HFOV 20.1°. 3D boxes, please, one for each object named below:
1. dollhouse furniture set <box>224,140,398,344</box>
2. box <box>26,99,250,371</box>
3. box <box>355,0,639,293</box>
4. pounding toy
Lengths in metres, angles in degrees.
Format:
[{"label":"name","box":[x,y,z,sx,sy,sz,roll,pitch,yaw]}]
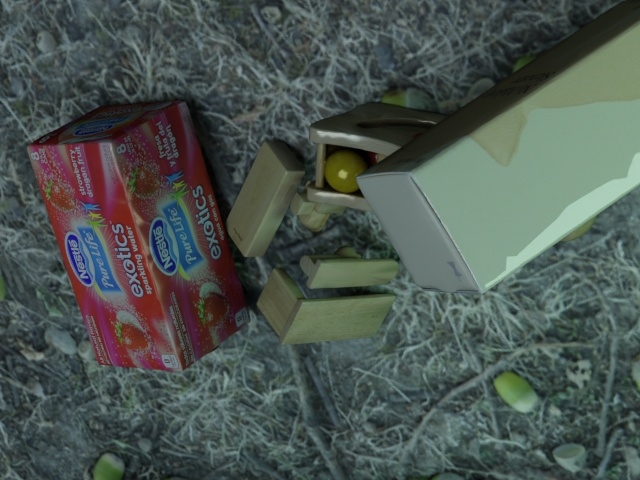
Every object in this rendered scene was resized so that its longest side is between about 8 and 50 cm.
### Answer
[{"label":"dollhouse furniture set","box":[0.000,0.000,1.845,0.151,0.123,0.144,53,130,36]},{"label":"box","box":[-0.184,-0.004,1.853,0.128,0.122,0.257,1,114,39]},{"label":"box","box":[0.202,-0.086,1.546,0.121,0.311,0.148,59,163,-10]},{"label":"pounding toy","box":[0.116,-0.023,1.709,0.269,0.154,0.155,12,117,18]}]
